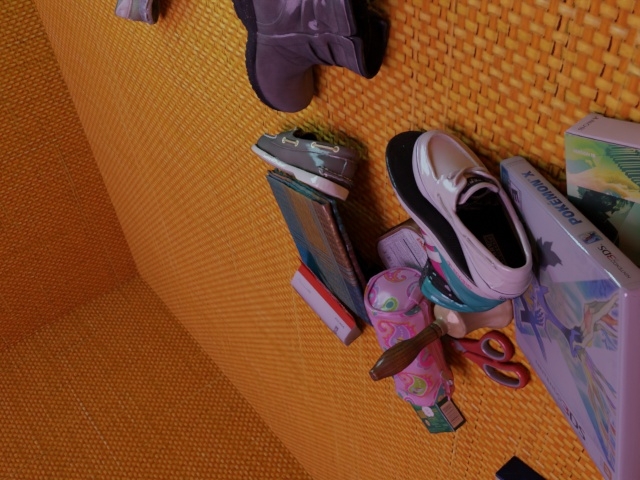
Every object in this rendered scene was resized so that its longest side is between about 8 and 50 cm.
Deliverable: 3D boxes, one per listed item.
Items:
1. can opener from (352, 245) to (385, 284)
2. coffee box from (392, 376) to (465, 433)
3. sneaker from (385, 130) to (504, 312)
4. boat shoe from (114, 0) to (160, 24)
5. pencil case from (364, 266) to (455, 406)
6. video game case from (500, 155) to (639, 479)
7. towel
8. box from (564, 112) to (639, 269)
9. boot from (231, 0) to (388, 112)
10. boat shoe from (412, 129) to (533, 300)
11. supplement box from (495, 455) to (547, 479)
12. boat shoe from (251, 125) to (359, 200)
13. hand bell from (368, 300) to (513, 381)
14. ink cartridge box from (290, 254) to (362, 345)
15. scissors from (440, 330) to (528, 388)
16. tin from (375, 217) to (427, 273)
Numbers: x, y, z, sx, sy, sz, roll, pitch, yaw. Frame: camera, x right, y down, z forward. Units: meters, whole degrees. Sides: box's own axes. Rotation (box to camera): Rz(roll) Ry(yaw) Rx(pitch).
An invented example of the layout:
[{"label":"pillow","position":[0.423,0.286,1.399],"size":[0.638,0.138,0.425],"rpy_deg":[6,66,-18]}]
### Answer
[{"label":"can opener","position":[0.080,0.053,1.353],"size":[0.186,0.073,0.059],"rpy_deg":[51,-166,24]},{"label":"coffee box","position":[0.219,0.320,1.404],"size":[0.184,0.040,0.113],"rpy_deg":[55,155,6]},{"label":"sneaker","position":[0.185,-0.011,0.990],"size":[0.178,0.124,0.295],"rpy_deg":[87,159,-60]},{"label":"boat shoe","position":[-0.365,-0.553,1.426],"size":[0.320,0.103,0.118],"rpy_deg":[-15,61,62]},{"label":"pencil case","position":[0.166,0.180,1.197],"size":[0.124,0.124,0.284],"rpy_deg":[30,150,47]},{"label":"video game case","position":[0.306,0.100,0.822],"size":[0.300,0.036,0.328],"rpy_deg":[-108,3,-57]},{"label":"towel","position":[0.000,0.000,1.346],"size":[0.271,0.040,0.370],"rpy_deg":[67,167,-21]},{"label":"box","position":[0.386,0.034,0.725],"size":[0.232,0.059,0.321],"rpy_deg":[28,141,50]},{"label":"boot","position":[-0.005,-0.287,1.022],"size":[0.223,0.118,0.338],"rpy_deg":[25,162,22]},{"label":"boat shoe","position":[0.195,-0.052,0.858],"size":[0.088,0.096,0.267],"rpy_deg":[84,171,-61]},{"label":"supplement box","position":[0.381,0.473,1.254],"size":[0.083,0.056,0.083],"rpy_deg":[33,145,44]},{"label":"boat shoe","position":[-0.030,-0.160,1.250],"size":[0.109,0.091,0.305],"rpy_deg":[23,-174,-38]},{"label":"hand bell","position":[0.173,0.148,1.039],"size":[0.126,0.242,0.126],"rpy_deg":[43,151,30]},{"label":"ink cartridge box","position":[0.005,0.141,1.482],"size":[0.189,0.066,0.232],"rpy_deg":[47,179,17]},{"label":"scissors","position":[0.258,0.201,1.212],"size":[0.297,0.021,0.108],"rpy_deg":[-1,118,62]},{"label":"tin","position":[0.159,0.021,1.172],"size":[0.106,0.040,0.190],"rpy_deg":[54,156,-1]}]
